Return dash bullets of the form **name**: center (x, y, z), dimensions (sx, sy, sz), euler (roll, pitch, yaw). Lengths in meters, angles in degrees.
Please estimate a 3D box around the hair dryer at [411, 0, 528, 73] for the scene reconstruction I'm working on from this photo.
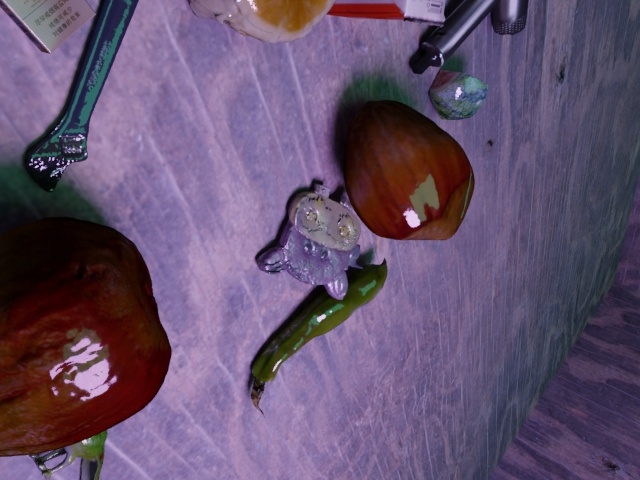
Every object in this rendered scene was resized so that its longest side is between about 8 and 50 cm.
- **hair dryer**: center (0.254, -0.398, 0.731), dimensions (0.284, 0.155, 0.320), euler (-57, 151, -26)

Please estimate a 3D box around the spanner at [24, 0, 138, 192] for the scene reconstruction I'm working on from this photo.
- **spanner**: center (-0.206, -0.141, 0.440), dimensions (0.046, 0.012, 0.208), euler (20, 94, -51)

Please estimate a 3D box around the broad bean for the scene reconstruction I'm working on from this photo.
- **broad bean**: center (-0.001, 0.132, 0.790), dimensions (0.318, 0.056, 0.098), euler (-44, 143, -17)

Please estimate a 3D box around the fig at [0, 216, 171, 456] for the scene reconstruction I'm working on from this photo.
- **fig**: center (-0.257, 0.114, 0.413), dimensions (0.290, 0.190, 0.190), euler (-43, 139, 0)

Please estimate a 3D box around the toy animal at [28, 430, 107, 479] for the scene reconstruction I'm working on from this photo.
- **toy animal**: center (-0.273, 0.248, 0.549), dimensions (0.075, 0.041, 0.217), euler (-13, 123, -47)

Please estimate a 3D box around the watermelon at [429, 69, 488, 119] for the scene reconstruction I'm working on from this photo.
- **watermelon**: center (0.234, -0.254, 0.843), dimensions (0.084, 0.092, 0.072), euler (32, 45, -60)

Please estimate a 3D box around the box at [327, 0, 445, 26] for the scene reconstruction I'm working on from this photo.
- **box**: center (0.083, -0.346, 0.570), dimensions (0.099, 0.133, 0.182), euler (-18, 120, -42)

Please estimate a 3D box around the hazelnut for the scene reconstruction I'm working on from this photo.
- **hazelnut**: center (0.122, -0.098, 0.701), dimensions (0.212, 0.181, 0.181), euler (-20, 122, -65)

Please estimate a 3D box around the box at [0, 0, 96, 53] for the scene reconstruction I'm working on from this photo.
- **box**: center (-0.223, -0.195, 0.383), dimensions (0.053, 0.024, 0.083), euler (-51, 138, -18)

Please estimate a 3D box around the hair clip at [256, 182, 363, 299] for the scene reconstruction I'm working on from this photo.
- **hair clip**: center (0.006, 0.002, 0.728), dimensions (0.187, 0.056, 0.146), euler (26, 82, -49)

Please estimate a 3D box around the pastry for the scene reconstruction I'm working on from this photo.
- **pastry**: center (-0.049, -0.269, 0.475), dimensions (0.166, 0.088, 0.166), euler (-30, 145, -24)
